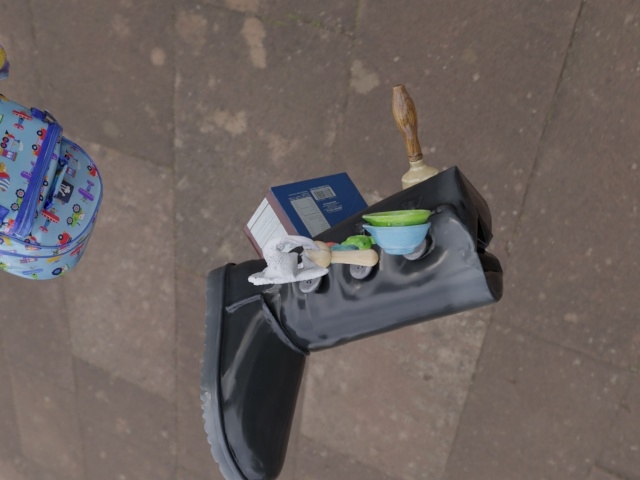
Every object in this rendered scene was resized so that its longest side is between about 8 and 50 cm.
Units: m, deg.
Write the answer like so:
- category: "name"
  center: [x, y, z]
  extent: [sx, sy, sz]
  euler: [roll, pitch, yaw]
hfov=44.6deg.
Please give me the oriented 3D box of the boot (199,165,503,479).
- category: "boot"
  center: [0.049, 0.131, 1.110]
  extent: [0.445, 0.367, 0.146]
  euler: [-19, 151, 19]

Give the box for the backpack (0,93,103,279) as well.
- category: "backpack"
  center: [-0.295, -0.049, 0.773]
  extent: [0.173, 0.158, 0.117]
  euler: [30, 146, -27]

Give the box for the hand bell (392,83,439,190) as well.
- category: "hand bell"
  center: [0.163, -0.155, 1.370]
  extent: [0.126, 0.126, 0.242]
  euler: [-5, 112, 32]

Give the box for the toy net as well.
- category: "toy net"
  center: [0.008, 0.002, 0.780]
  extent: [0.122, 0.232, 0.045]
  euler: [4, 100, 43]

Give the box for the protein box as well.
- category: "protein box"
  center: [0.000, 0.000, 1.495]
  extent: [0.201, 0.199, 0.136]
  euler: [58, 137, 19]

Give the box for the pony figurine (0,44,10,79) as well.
- category: "pony figurine"
  center: [-0.605, -0.273, 1.035]
  extent: [0.363, 0.351, 0.303]
  euler: [31, 144, 9]
